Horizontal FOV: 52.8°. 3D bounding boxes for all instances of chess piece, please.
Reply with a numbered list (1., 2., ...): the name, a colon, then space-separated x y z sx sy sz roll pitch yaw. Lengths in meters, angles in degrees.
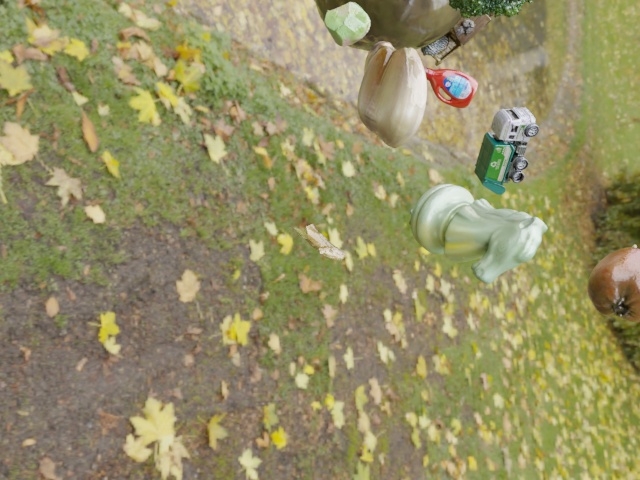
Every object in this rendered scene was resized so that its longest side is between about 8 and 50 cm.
1. chess piece: 0.352 -0.011 1.438 0.176 0.298 0.175 -12 115 -28

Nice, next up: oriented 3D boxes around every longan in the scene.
1. longan: 0.195 -0.690 1.696 0.404 0.436 0.404 -5 100 -30

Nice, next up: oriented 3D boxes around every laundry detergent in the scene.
1. laundry detergent: 0.359 -0.445 1.842 0.049 0.165 0.097 -92 -156 -71

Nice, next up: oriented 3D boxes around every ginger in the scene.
1. ginger: -0.003 0.001 1.494 0.137 0.044 0.057 41 -2 13

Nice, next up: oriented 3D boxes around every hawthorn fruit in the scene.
1. hawthorn fruit: 0.880 0.105 1.841 0.199 0.199 0.251 54 54 -37

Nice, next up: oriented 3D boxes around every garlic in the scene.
1. garlic: 0.148 -0.314 1.417 0.110 0.217 0.228 -8 113 -24

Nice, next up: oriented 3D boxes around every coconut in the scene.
1. coconut: 0.056 -0.426 1.272 0.081 0.082 0.083 41 48 -46

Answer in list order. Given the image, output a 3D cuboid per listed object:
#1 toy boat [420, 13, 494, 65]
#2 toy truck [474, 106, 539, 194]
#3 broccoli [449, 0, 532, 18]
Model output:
1. toy boat: 0.427 -0.635 1.848 0.089 0.321 0.121 42 25 -15
2. toy truck: 0.536 -0.258 1.874 0.114 0.124 0.253 -105 -163 -51
3. broccoli: 0.330 -0.547 1.204 0.242 0.261 0.269 -17 84 -59
